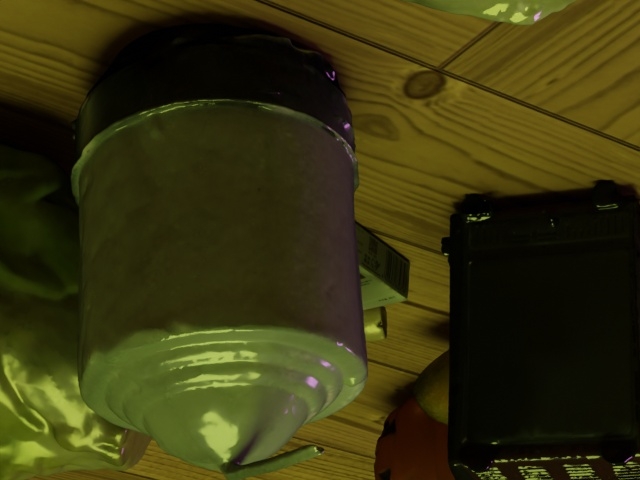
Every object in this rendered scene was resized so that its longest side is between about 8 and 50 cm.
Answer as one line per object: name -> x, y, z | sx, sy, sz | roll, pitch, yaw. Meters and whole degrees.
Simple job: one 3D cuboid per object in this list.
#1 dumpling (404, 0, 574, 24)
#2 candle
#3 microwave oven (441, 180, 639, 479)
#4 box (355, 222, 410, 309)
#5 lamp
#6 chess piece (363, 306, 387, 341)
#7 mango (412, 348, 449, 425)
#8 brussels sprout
dumpling -> 0.059, -0.224, 0.924 | 0.258, 0.147, 0.193 | 35, 141, 5
candle -> -0.075, 0.026, 1.223 | 0.221, 0.342, 0.221 | -2, 152, -1
microwave oven -> 0.198, 0.102, 1.432 | 0.188, 0.247, 0.178 | -3, 155, 16
box -> 0.000, 0.000, 1.476 | 0.055, 0.039, 0.218 | -14, 147, 34
lamp -> 0.152, 0.253, 1.814 | 0.188, 0.163, 0.187 | 1, 151, 1
chess piece -> 0.002, 0.078, 1.606 | 0.122, 0.066, 0.066 | -7, 151, 10
mango -> 0.217, 0.126, 1.614 | 0.268, 0.111, 0.133 | -8, 148, 26
brussels sprout -> -0.255, 0.064, 1.394 | 0.316, 0.242, 0.274 | 48, 145, 0
